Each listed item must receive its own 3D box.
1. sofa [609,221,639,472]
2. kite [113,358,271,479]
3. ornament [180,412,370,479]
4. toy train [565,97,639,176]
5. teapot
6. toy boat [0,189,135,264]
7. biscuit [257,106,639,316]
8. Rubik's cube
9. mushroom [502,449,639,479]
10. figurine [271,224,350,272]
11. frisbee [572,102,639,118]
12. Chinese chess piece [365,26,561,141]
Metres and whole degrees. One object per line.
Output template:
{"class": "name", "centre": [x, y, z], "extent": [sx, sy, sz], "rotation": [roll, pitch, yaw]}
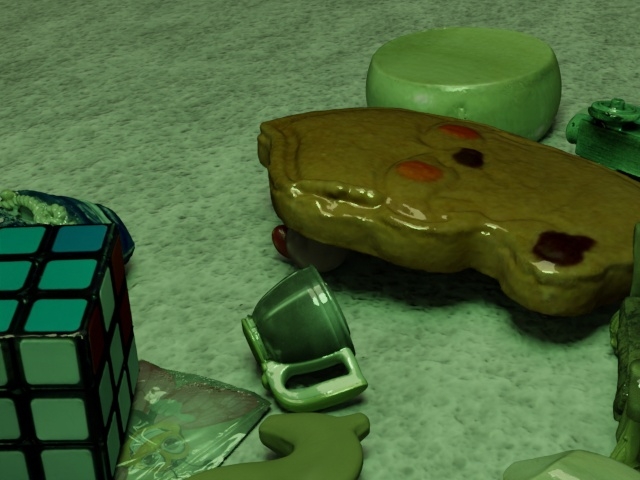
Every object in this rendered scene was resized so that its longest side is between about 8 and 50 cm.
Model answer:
{"class": "sofa", "centre": [0.321, 0.072, 0.839], "extent": [0.200, 0.182, 0.258], "rotation": [3, 30, 16]}
{"class": "kite", "centre": [-0.222, 0.130, 0.976], "extent": [0.360, 0.022, 0.204], "rotation": [27, 42, 37]}
{"class": "ornament", "centre": [-0.051, 0.206, 0.776], "extent": [0.245, 0.061, 0.230], "rotation": [-14, 29, -14]}
{"class": "toy train", "centre": [0.402, -0.096, 1.228], "extent": [0.159, 0.101, 0.248], "rotation": [-12, 29, -41]}
{"class": "teapot", "centre": [-0.020, 0.086, 0.963], "extent": [0.091, 0.092, 0.124], "rotation": [-26, 26, -5]}
{"class": "toy boat", "centre": [-0.316, 0.001, 1.098], "extent": [0.210, 0.070, 0.292], "rotation": [15, 14, 24]}
{"class": "biscuit", "centre": [0.144, -0.056, 1.141], "extent": [0.455, 0.078, 0.350], "rotation": [17, 23, 19]}
{"class": "Rubik's cube", "centre": [-0.240, 0.094, 0.873], "extent": [0.161, 0.163, 0.162], "rotation": [-2, 31, 0]}
{"class": "mushroom", "centre": [0.209, 0.204, 0.708], "extent": [0.088, 0.097, 0.212], "rotation": [-31, 44, -26]}
{"class": "figurine", "centre": [0.000, 0.000, 1.129], "extent": [0.083, 0.067, 0.071], "rotation": [-16, -6, -23]}
{"class": "frisbee", "centre": [0.377, -0.153, 1.402], "extent": [0.110, 0.014, 0.110], "rotation": [-4, 30, 2]}
{"class": "Chinese chess piece", "centre": [0.183, -0.195, 1.414], "extent": [0.250, 0.101, 0.250], "rotation": [-3, 29, 2]}
